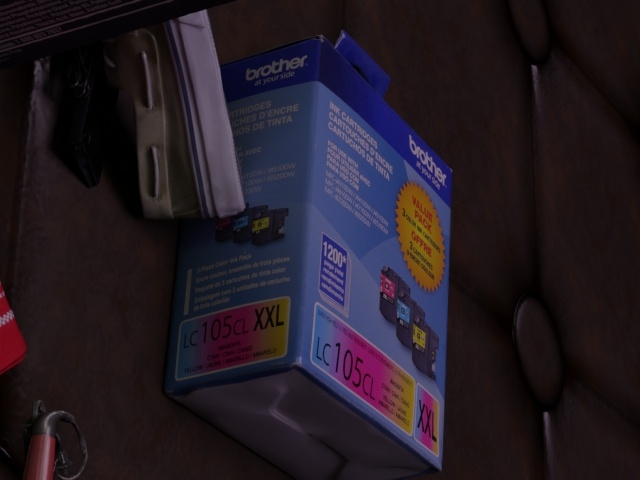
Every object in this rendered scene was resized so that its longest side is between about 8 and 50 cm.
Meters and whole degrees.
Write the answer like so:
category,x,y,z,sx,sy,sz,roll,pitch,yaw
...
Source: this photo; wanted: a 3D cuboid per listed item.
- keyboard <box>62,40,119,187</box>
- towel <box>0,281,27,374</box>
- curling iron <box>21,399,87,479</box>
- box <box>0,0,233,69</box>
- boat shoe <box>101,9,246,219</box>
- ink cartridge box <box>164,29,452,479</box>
category,x,y,z,sx,sy,sz,roll,pitch,yaw
keyboard,-0.196,-0.146,1.532,0.100,0.038,0.192,78,15,-55
towel,-0.302,-0.009,1.268,0.199,0.031,0.274,-36,110,-61
curling iron,-0.187,0.237,1.189,0.068,0.035,0.274,55,34,-61
box,-0.205,-0.288,1.279,0.294,0.296,0.182,35,49,-52
boat shoe,-0.132,-0.147,1.501,0.109,0.094,0.302,-106,-175,-66
ink cartridge box,0.000,0.000,1.698,0.270,0.151,0.395,41,43,-48
